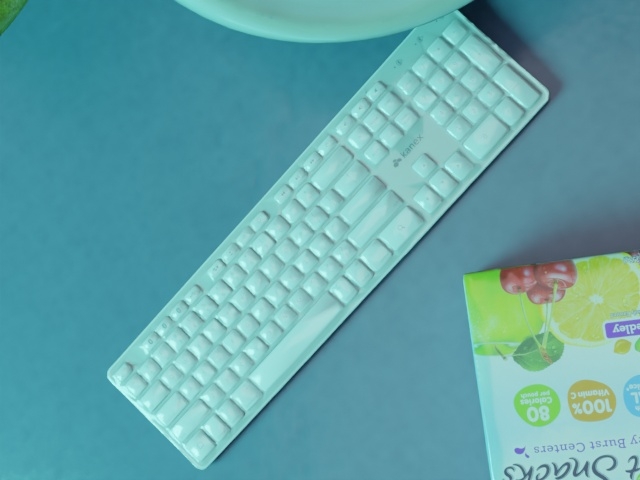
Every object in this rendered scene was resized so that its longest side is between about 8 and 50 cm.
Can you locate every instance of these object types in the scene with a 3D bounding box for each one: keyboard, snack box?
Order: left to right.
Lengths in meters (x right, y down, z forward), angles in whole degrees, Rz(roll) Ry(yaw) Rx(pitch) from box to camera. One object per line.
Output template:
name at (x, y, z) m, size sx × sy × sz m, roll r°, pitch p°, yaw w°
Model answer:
keyboard at (0.000, 0.000, 0.472) m, size 0.072 × 0.014 × 0.256 m, roll 44°, pitch 97°, yaw 13°
snack box at (0.124, 0.078, 0.423) m, size 0.100 × 0.037 × 0.141 m, roll -8°, pitch 84°, yaw 14°

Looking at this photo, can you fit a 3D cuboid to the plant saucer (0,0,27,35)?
plant saucer at (-0.174, -0.191, 0.436) m, size 0.045 × 0.188 × 0.188 m, roll -14°, pitch 116°, yaw -21°

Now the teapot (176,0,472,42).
teapot at (0.001, -0.225, 0.400) m, size 0.256 × 0.187 × 0.252 m, roll 4°, pitch 129°, yaw -15°
